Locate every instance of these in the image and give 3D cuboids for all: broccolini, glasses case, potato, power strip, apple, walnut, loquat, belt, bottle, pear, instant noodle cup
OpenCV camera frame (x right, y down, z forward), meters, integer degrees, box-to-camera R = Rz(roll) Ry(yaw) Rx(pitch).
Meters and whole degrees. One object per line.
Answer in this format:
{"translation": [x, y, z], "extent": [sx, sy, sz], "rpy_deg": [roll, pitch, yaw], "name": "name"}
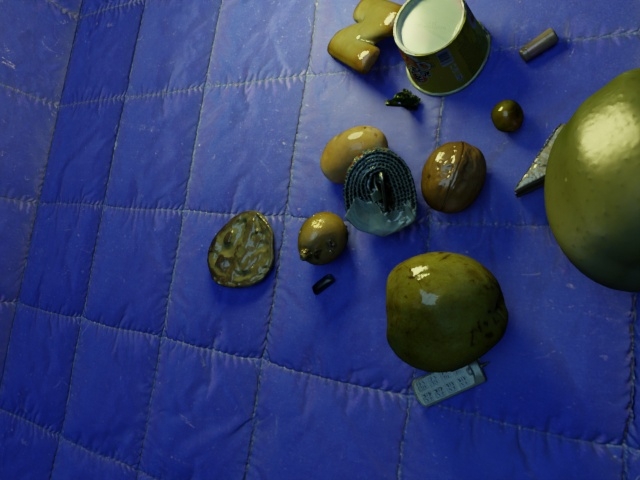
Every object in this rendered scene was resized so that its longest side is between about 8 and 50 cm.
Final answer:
{"translation": [0.240, -0.417, 1.412], "extent": [0.074, 0.201, 0.058], "rpy_deg": [27, 112, 17], "name": "broccolini"}
{"translation": [0.006, 0.138, 1.525], "extent": [0.083, 0.023, 0.033], "rpy_deg": [-39, 66, 17], "name": "glasses case"}
{"translation": [0.099, -0.272, 1.497], "extent": [0.234, 0.146, 0.150], "rpy_deg": [-19, 40, 25], "name": "potato"}
{"translation": [0.348, 0.373, 1.283], "extent": [0.227, 0.029, 0.079], "rpy_deg": [-33, 66, 20], "name": "power strip"}
{"translation": [0.506, -0.335, 1.299], "extent": [0.075, 0.090, 0.089], "rpy_deg": [-20, 70, 41], "name": "apple"}
{"translation": [0.362, -0.174, 1.311], "extent": [0.168, 0.167, 0.207], "rpy_deg": [16, 86, 31], "name": "walnut"}
{"translation": [0.692, -0.121, 0.959], "extent": [0.475, 0.474, 0.472], "rpy_deg": [-6, 77, 28], "name": "apple"}
{"translation": [0.000, 0.000, 1.471], "extent": [0.149, 0.204, 0.172], "rpy_deg": [42, 136, -1], "name": "loquat"}
{"translation": [0.167, -0.136, 1.379], "extent": [0.207, 0.150, 0.257], "rpy_deg": [-7, 104, 8], "name": "belt"}
{"translation": [0.596, -0.534, 1.314], "extent": [0.097, 0.045, 0.045], "rpy_deg": [-32, 66, 21], "name": "bottle"}
{"translation": [0.311, 0.172, 1.200], "extent": [0.304, 0.304, 0.303], "rpy_deg": [-6, 77, 28], "name": "pear"}
{"translation": [0.336, -0.578, 1.380], "extent": [0.265, 0.200, 0.263], "rpy_deg": [-6, 78, 29], "name": "instant noodle cup"}

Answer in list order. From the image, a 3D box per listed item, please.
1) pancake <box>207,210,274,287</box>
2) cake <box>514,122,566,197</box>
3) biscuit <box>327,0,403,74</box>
{"translation": [-0.278, 0.041, 1.692], "extent": [0.295, 0.049, 0.294], "rpy_deg": [-7, 75, 25], "name": "pancake"}
{"translation": [0.583, -0.214, 1.233], "extent": [0.221, 0.086, 0.116], "rpy_deg": [-28, 68, 22], "name": "cake"}
{"translation": [0.142, -0.665, 1.536], "extent": [0.236, 0.062, 0.290], "rpy_deg": [-50, 39, 15], "name": "biscuit"}
